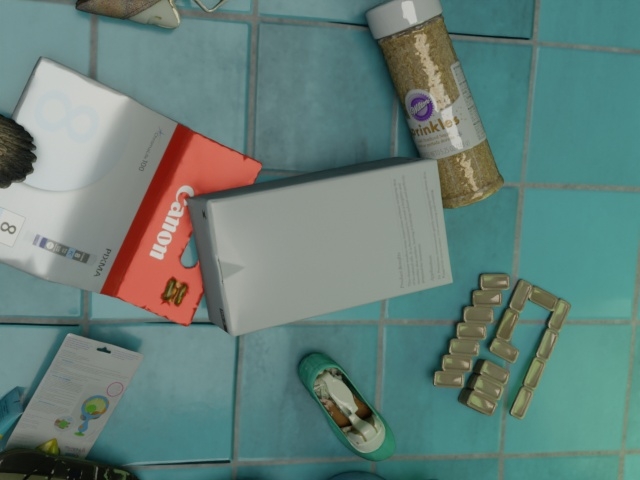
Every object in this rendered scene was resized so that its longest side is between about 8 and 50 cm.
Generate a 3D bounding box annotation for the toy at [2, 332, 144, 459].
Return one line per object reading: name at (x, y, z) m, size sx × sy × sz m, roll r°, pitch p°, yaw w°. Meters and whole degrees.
toy at (-0.399, 0.253, 1.480) m, size 0.137 × 0.056 × 0.237 m, roll 23°, pitch 100°, yaw -37°

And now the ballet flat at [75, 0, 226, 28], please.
ballet flat at (-0.214, -0.388, 1.428) m, size 0.316 × 0.107 × 0.106 m, roll -27°, pitch 110°, yaw -8°

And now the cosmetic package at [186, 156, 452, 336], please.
cosmetic package at (0.000, 0.000, 1.486) m, size 0.385 × 0.156 × 0.217 m, roll -10°, pitch 99°, yaw -18°

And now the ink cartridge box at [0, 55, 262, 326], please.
ink cartridge box at (-0.317, -0.063, 1.450) m, size 0.385 × 0.091 × 0.308 m, roll 24°, pitch 91°, yaw -15°

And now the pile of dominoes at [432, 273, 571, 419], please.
pile of dominoes at (0.321, 0.186, 1.682) m, size 0.196 × 0.040 × 0.251 m, roll 28°, pitch 82°, yaw -15°

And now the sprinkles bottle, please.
sprinkles bottle at (0.191, -0.234, 1.538) m, size 0.121 × 0.121 × 0.355 m, roll -25°, pitch 103°, yaw -10°

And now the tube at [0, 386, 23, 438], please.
tube at (-0.542, 0.323, 1.454) m, size 0.207 × 0.080 × 0.052 m, roll -47°, pitch 128°, yaw 0°

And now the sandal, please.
sandal at (-0.398, 0.399, 1.481) m, size 0.303 × 0.086 × 0.120 m, roll 34°, pitch 64°, yaw -33°

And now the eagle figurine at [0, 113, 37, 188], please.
eagle figurine at (-0.566, -0.153, 1.281) m, size 0.298 × 0.226 × 0.225 m, roll -8°, pitch 119°, yaw 29°

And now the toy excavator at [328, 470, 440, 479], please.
toy excavator at (-0.005, 0.496, 1.564) m, size 0.433 × 0.222 × 0.445 m, roll -41°, pitch 91°, yaw -6°

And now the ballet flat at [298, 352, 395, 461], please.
ballet flat at (0.051, 0.298, 1.589) m, size 0.083 × 0.087 × 0.247 m, roll -40°, pitch 105°, yaw -7°
